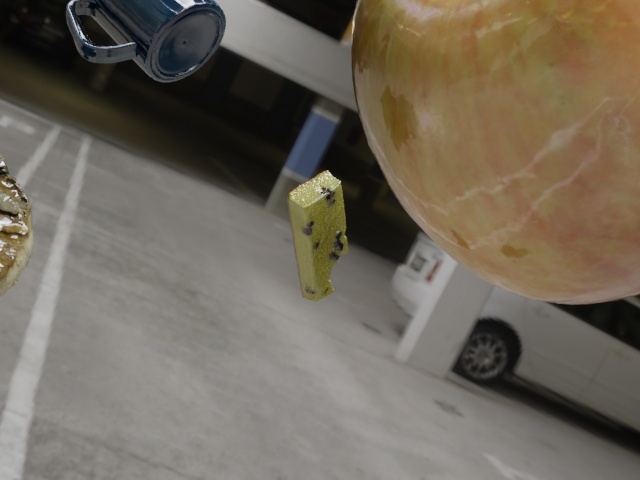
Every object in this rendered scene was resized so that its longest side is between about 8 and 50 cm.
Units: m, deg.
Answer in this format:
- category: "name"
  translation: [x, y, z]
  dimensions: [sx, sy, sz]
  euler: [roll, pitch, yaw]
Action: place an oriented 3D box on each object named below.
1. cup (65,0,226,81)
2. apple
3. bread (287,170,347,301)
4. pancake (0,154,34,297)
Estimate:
- category: "cup"
  translation: [-0.197, -0.244, 1.115]
  dimensions: [0.138, 0.150, 0.113]
  euler: [48, -2, 21]
- category: "apple"
  translation: [0.221, -0.143, 0.834]
  dimensions: [0.346, 0.391, 0.391]
  euler: [41, -1, -32]
- category: "bread"
  translation: [0.000, 0.000, 1.613]
  dimensions: [0.049, 0.088, 0.226]
  euler: [36, -30, 35]
- category: "pancake"
  translation: [-0.461, -0.043, 0.990]
  dimensions: [0.382, 0.071, 0.382]
  euler: [20, 28, -11]
